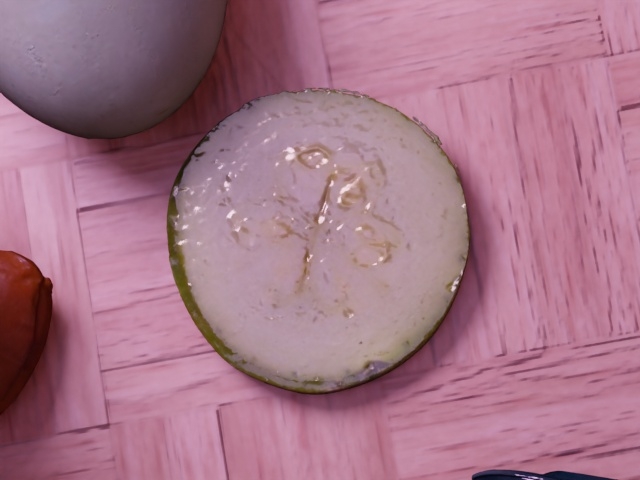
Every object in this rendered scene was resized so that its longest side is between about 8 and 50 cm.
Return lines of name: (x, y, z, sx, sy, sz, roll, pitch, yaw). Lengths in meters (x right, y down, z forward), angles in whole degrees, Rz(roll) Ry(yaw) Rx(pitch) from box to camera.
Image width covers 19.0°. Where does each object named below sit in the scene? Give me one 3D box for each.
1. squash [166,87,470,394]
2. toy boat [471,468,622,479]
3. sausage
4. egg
squash: (-0.001, -0.001, 1.359, 0.219, 0.041, 0.219, -1, 82, 7)
toy boat: (0.218, 0.198, 1.279, 0.246, 0.093, 0.103, 17, 64, 10)
sausage: (-0.251, 0.092, 1.355, 0.089, 0.089, 0.179, 22, 80, 10)
egg: (-0.167, -0.206, 1.328, 0.203, 0.203, 0.283, -19, 75, 4)
